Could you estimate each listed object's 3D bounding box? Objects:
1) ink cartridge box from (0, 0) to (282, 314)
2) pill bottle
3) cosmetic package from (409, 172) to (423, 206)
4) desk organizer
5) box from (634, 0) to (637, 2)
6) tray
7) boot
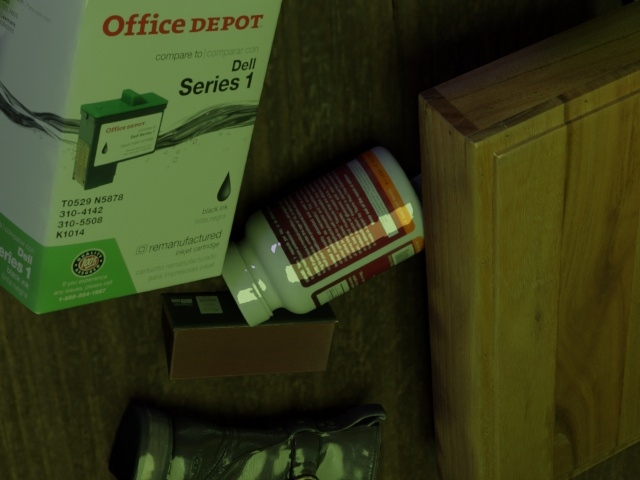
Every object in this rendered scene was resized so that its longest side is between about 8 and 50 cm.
[{"bbox_3d":[-0.128,-0.079,0.905,0.160,0.092,0.219,-12,127,-42],"label":"ink cartridge box"},{"bbox_3d":[0.000,0.000,1.032,0.152,0.086,0.086,-28,125,-2],"label":"pill bottle"},{"bbox_3d":[0.131,-0.048,1.068,0.115,0.060,0.041,-31,127,2],"label":"cosmetic package"},{"bbox_3d":[-0.057,0.072,1.079,0.130,0.047,0.050,-2,122,-19],"label":"desk organizer"},{"bbox_3d":[0.292,-0.190,0.993,0.038,0.145,0.186,-46,132,-32],"label":"box"},{"bbox_3d":[0.186,0.033,1.063,0.203,0.076,0.411,-24,136,-18],"label":"tray"},{"bbox_3d":[-0.068,0.246,1.151,0.229,0.091,0.263,8,114,-23],"label":"boot"}]
